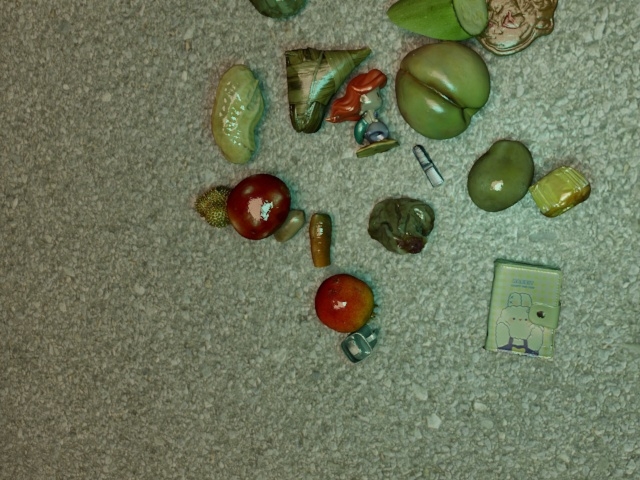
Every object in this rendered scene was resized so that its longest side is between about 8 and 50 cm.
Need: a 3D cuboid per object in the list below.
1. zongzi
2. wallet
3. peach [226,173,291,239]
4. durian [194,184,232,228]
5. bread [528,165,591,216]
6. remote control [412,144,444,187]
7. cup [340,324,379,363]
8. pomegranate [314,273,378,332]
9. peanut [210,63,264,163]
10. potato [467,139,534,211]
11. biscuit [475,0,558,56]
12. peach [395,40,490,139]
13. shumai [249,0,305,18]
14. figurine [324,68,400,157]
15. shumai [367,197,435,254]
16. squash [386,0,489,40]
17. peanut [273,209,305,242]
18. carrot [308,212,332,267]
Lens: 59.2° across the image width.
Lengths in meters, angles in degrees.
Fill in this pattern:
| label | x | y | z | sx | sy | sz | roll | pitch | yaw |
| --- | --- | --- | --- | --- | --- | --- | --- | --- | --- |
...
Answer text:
| label | x | y | z | sx | sy | sz | roll | pitch | yaw |
| --- | --- | --- | --- | --- | --- | --- | --- | --- | --- |
| zongzi | 0.032 | -0.506 | 1.883 | 0.289 | 0.134 | 0.285 | -1 | 105 | 11 |
| wallet | 0.655 | 0.224 | 1.826 | 0.224 | 0.077 | 0.309 | 7 | 103 | 20 |
| peach | -0.213 | -0.120 | 1.971 | 0.244 | 0.200 | 0.243 | -20 | 59 | 36 |
| durian | -0.376 | -0.123 | 2.077 | 0.168 | 0.137 | 0.158 | -31 | 86 | 6 |
| bread | 0.699 | -0.141 | 1.642 | 0.153 | 0.288 | 0.119 | -36 | 77 | 19 |
| remote control | 0.354 | -0.250 | 1.869 | 0.044 | 0.027 | 0.152 | -32 | 91 | 16 |
| cup | 0.150 | 0.353 | 1.985 | 0.128 | 0.129 | 0.095 | -37 | 88 | 20 |
| pomegranate | 0.093 | 0.220 | 1.951 | 0.235 | 0.210 | 0.210 | 28 | 112 | -31 |
| peanut | -0.298 | -0.444 | 1.981 | 0.158 | 0.174 | 0.339 | 36 | 112 | 47 |
| potato | 0.558 | -0.200 | 1.741 | 0.178 | 0.160 | 0.234 | 22 | 92 | -6 |
| biscuit | 0.578 | -0.708 | 1.705 | 0.258 | 0.049 | 0.272 | -19 | 95 | 20 |
| peach | 0.364 | -0.462 | 1.720 | 0.292 | 0.248 | 0.291 | 13 | 109 | 43 |
| shumai | -0.179 | -0.861 | 1.846 | 0.272 | 0.204 | 0.221 | 20 | 106 | 10 |
| figurine | 0.139 | -0.411 | 1.838 | 0.208 | 0.181 | 0.256 | -18 | 86 | 49 |
| shumai | 0.254 | -0.050 | 1.850 | 0.218 | 0.185 | 0.183 | 14 | 103 | 15 |
| squash | 0.354 | -0.679 | 1.720 | 0.261 | 0.189 | 0.189 | -3 | 100 | 50 |
| peanut | -0.111 | -0.053 | 2.032 | 0.076 | 0.076 | 0.152 | 45 | 107 | 6 |
| carrot | 0.000 | 0.000 | 1.997 | 0.087 | 0.087 | 0.193 | 3 | 98 | 18 |
